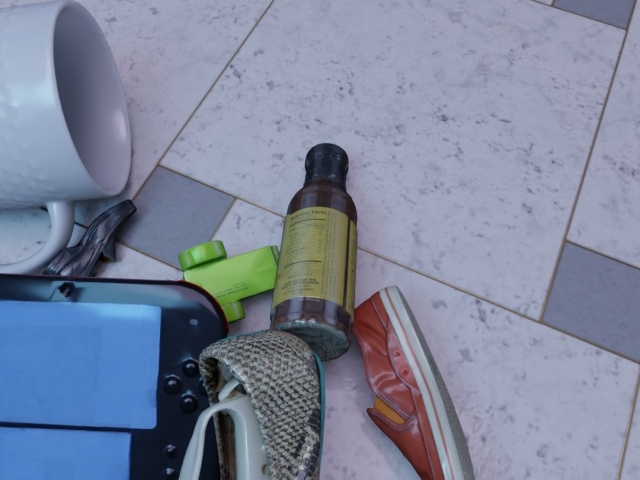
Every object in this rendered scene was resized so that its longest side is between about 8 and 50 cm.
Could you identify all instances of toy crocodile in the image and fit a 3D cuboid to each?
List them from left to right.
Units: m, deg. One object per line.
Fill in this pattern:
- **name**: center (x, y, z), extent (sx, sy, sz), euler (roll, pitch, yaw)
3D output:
- **toy crocodile**: center (-0.208, 0.090, 0.821), extent (0.340, 0.105, 0.115), euler (-23, 85, -15)

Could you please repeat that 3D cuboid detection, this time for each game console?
- **game console**: center (-0.306, 0.213, 0.711), extent (0.386, 0.060, 0.343), euler (3, 84, 1)

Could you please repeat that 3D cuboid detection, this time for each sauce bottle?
- **sauce bottle**: center (0.000, 0.000, 0.843), extent (0.111, 0.112, 0.345), euler (6, 49, 2)

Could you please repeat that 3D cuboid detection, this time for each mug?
- **mug**: center (-0.473, -0.130, 0.855), extent (0.327, 0.276, 0.375), euler (-8, 93, 1)

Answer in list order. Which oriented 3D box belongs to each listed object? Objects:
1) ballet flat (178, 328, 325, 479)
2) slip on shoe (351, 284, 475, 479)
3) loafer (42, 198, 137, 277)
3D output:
- **ballet flat**: center (-0.071, 0.335, 0.612), extent (0.181, 0.164, 0.484), euler (6, 71, -39)
- **slip on shoe**: center (0.115, 0.220, 0.757), extent (0.101, 0.123, 0.332), euler (-25, 64, 11)
- **loafer**: center (-0.329, 0.011, 0.884), extent (0.061, 0.062, 0.170), euler (41, 71, -6)
